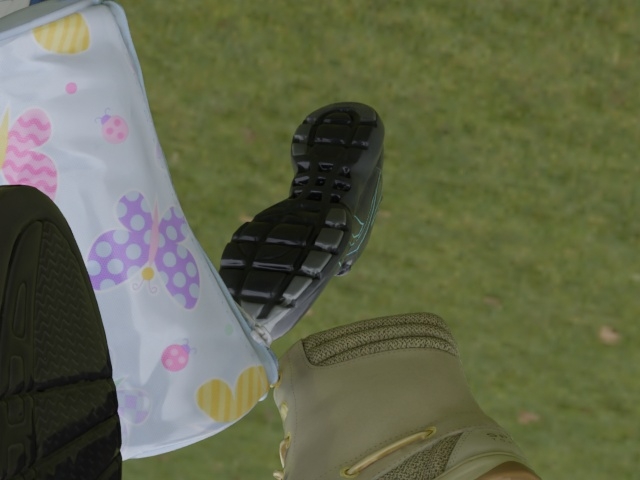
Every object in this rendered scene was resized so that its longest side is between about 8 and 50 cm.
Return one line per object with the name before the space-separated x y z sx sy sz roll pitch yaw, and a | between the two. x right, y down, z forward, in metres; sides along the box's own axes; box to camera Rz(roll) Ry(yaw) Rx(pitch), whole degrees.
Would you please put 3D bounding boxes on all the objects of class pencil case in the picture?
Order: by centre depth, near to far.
pencil case | -0.126 -0.007 0.959 0.124 0.273 0.113 -20 -168 20

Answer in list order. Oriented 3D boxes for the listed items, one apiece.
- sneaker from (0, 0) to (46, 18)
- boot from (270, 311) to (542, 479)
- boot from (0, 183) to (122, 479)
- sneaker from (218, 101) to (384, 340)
sneaker | -0.272 -0.106 1.128 0.131 0.296 0.112 17 138 -11
boot | -0.012 0.156 0.950 0.262 0.203 0.095 -33 121 5
boot | -0.241 0.158 0.754 0.284 0.377 0.138 4 -168 19
sneaker | 0.000 0.000 1.382 0.101 0.267 0.106 7 135 24
